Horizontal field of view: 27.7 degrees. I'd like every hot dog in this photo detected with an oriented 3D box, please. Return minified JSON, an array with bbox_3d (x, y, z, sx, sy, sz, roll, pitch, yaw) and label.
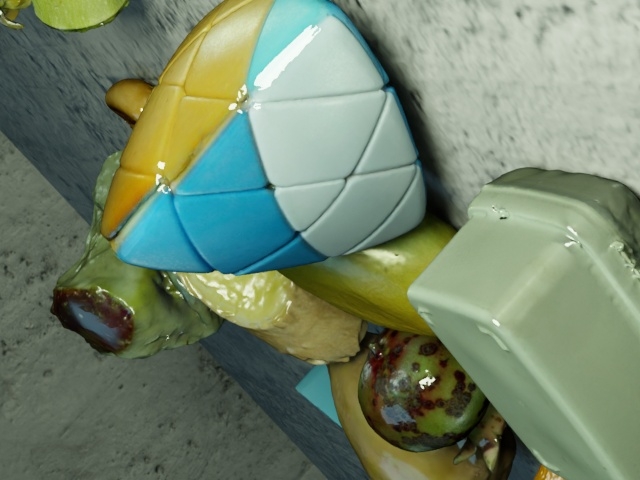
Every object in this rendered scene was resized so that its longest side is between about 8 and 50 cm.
[{"bbox_3d":[-0.200,-0.153,1.512,0.090,0.060,0.140,45,175,-21],"label":"hot dog"}]

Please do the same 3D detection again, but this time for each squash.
[{"bbox_3d":[-0.246,-0.291,1.144,0.094,0.094,0.224,36,160,34],"label":"squash"}]

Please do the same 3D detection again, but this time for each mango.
[{"bbox_3d":[0.032,0.012,1.109,0.238,0.091,0.137,22,153,15],"label":"mango"}]

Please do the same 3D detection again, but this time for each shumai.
[{"bbox_3d":[-0.259,0.055,1.894,0.309,0.263,0.304,42,165,11],"label":"shumai"}]

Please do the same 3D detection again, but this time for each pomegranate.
[{"bbox_3d":[0.114,0.150,1.295,0.148,0.148,0.169,30,159,50],"label":"pomegranate"}]

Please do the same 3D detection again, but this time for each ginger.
[{"bbox_3d":[-0.052,0.026,1.453,0.275,0.130,0.221,56,-157,13],"label":"ginger"}]

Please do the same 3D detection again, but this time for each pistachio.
[{"bbox_3d":[0.104,0.216,1.492,0.260,0.163,0.212,42,144,31],"label":"pistachio"}]

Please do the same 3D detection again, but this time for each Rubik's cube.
[{"bbox_3d":[-0.026,-0.085,0.994,0.254,0.254,0.254,42,167,12],"label":"Rubik's cube"}]

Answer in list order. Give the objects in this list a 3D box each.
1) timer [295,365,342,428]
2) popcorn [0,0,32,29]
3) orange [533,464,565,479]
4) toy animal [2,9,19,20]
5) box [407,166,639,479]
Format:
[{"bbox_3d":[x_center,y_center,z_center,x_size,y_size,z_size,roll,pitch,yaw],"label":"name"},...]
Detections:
[{"bbox_3d":[0.098,0.285,1.904,0.232,0.091,0.250,34,168,38],"label":"timer"},{"bbox_3d":[-0.405,-0.308,1.388,0.195,0.168,0.173,52,168,-28],"label":"popcorn"},{"bbox_3d":[0.318,0.293,1.146,0.274,0.274,0.310,172,79,-75],"label":"orange"},{"bbox_3d":[-0.397,-0.335,1.555,0.070,0.083,0.159,19,-160,-42],"label":"toy animal"},{"bbox_3d":[0.170,0.063,0.841,0.210,0.129,0.148,51,165,-22],"label":"box"}]
